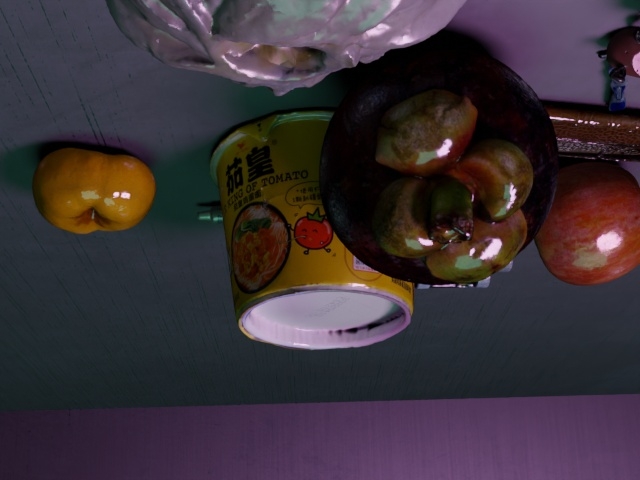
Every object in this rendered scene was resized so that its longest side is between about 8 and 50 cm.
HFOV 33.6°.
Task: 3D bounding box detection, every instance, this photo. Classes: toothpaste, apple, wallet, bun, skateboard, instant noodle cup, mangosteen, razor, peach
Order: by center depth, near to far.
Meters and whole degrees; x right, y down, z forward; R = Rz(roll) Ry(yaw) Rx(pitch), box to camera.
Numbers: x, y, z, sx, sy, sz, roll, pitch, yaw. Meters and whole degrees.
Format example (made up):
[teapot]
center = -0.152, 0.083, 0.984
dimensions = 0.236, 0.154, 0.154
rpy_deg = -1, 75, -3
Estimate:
[bun]
center = -0.025, -0.251, 0.960
dimensions = 0.354, 0.194, 0.354
rpy_deg = -2, 161, -1
[mangosteen]
center = 0.135, -0.074, 1.273
dimensions = 0.300, 0.300, 0.300
rpy_deg = -2, 159, -1
[skateboard]
center = 0.414, -0.210, 1.283
dimensions = 0.151, 0.080, 0.067
rpy_deg = 19, 115, -17
[razor]
center = 0.382, -0.197, 1.367
dimensions = 0.044, 0.028, 0.154
rpy_deg = -7, 158, 12
[wallet]
center = 0.378, -0.144, 1.484
dimensions = 0.243, 0.039, 0.133
rpy_deg = 3, 163, -13
[instant noodle cup]
center = 0.000, 0.000, 1.519
dimensions = 0.325, 0.254, 0.325
rpy_deg = -1, 156, -1
[peach]
center = -0.328, -0.070, 1.540
dimensions = 0.179, 0.103, 0.179
rpy_deg = 0, 156, 0
[apple]
center = 0.408, -0.027, 1.599
dimensions = 0.174, 0.188, 0.188
rpy_deg = -20, 155, 15
[toothpaste]
center = -0.101, -0.048, 1.721
dimensions = 0.197, 0.029, 0.048
rpy_deg = -5, 156, -1

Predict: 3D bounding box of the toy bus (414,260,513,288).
[toy bus]
center = 0.222, -0.012, 1.671
dimensions = 0.128, 0.150, 0.262
rpy_deg = 1, 164, -9
